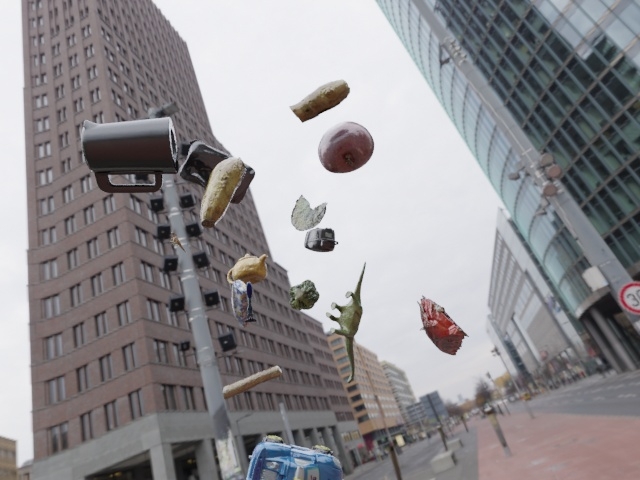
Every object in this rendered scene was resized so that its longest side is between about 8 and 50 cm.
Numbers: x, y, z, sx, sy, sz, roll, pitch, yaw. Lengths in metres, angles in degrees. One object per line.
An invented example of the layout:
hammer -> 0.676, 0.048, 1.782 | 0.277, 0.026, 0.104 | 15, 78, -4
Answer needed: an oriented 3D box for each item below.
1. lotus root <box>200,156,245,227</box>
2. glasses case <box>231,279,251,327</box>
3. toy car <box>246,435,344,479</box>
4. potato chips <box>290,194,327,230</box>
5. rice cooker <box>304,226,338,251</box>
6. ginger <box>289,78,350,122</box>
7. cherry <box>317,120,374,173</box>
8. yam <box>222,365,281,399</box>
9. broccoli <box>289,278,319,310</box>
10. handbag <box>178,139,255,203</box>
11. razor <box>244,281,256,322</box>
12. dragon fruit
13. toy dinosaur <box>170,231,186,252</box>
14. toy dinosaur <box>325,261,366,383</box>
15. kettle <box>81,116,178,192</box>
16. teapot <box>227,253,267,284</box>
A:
lotus root -> -0.310, -0.160, 1.363 | 0.097, 0.259, 0.110 | 25, -27, -14
glasses case -> -0.324, 0.261, 1.783 | 0.065, 0.087, 0.248 | -27, -37, -30
toy car -> -0.070, 0.716, 1.312 | 0.313, 0.199, 0.166 | 17, -19, -8
potato chips -> -0.060, -0.144, 2.243 | 0.219, 0.202, 0.029 | 1, -18, 36
rice cooker -> 0.001, 0.000, 2.168 | 0.142, 0.119, 0.203 | 9, -10, -32
ginger -> 0.002, -0.585, 1.819 | 0.262, 0.117, 0.109 | -28, -45, 4
cherry -> 0.114, -0.432, 2.002 | 0.260, 0.308, 0.221 | -19, -59, 10
yam -> -0.329, 0.684, 2.112 | 0.299, 0.066, 0.066 | -22, -26, -1
broccoli -> -0.086, 0.279, 2.189 | 0.162, 0.146, 0.138 | -34, -26, 8
handbag -> -0.471, -0.309, 1.972 | 0.192, 0.332, 0.075 | -63, 2, -2
razor -> -0.263, 0.232, 1.629 | 0.044, 0.155, 0.028 | -2, 8, -10
dragon fruit -> 0.516, 0.391, 1.965 | 0.100, 0.282, 0.344 | -30, -31, -8
toy dinosaur -> -0.651, 0.014, 1.982 | 0.041, 0.113, 0.026 | -24, 9, 21
toy dinosaur -> 0.145, 0.328, 1.709 | 0.300, 0.087, 0.448 | 36, -100, -40
kettle -> -0.708, -0.333, 1.665 | 0.307, 0.203, 0.262 | -6, -33, -10
teapot -> -0.427, 0.162, 2.558 | 0.311, 0.167, 0.203 | -24, -23, 27
